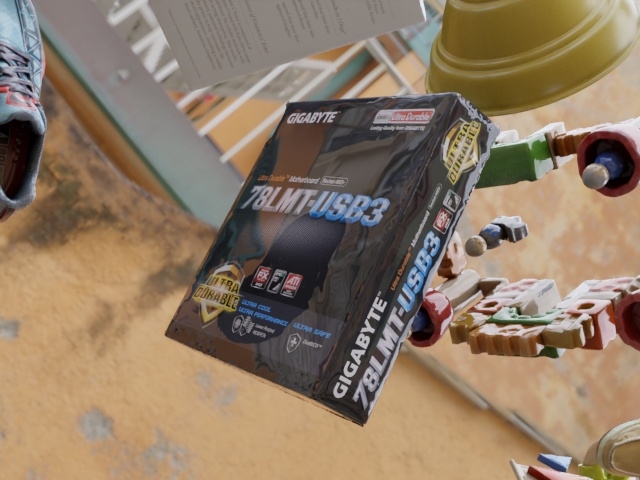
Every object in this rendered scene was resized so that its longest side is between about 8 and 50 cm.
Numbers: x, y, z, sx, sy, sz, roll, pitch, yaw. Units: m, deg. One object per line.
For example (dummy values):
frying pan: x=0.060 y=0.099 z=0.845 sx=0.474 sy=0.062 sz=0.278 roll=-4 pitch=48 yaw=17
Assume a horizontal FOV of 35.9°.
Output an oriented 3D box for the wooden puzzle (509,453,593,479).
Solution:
wooden puzzle: x=0.169 y=0.175 z=0.666 sx=0.078 sy=0.014 sz=0.116 roll=15 pitch=19 yaw=-19

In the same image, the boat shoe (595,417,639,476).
boat shoe: x=0.396 y=0.230 z=1.069 sx=0.072 sy=0.189 sz=0.068 roll=-137 pitch=-134 yaw=-69

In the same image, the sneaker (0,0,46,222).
sneaker: x=-0.325 y=-0.148 z=1.049 sx=0.125 sy=0.104 sz=0.262 roll=5 pitch=-86 yaw=51

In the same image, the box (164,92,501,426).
box: x=0.000 y=0.000 z=0.953 sx=0.073 sy=0.293 sz=0.295 roll=32 pitch=-11 yaw=-32

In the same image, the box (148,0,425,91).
box: x=-0.054 y=-0.377 z=1.342 sx=0.168 sy=0.345 sz=0.215 roll=-94 pitch=166 yaw=-49

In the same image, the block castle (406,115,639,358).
block castle: x=0.271 y=0.004 z=1.352 sx=0.453 sy=0.212 sz=0.303 roll=-4 pitch=-71 yaw=45

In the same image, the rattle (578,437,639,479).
rattle: x=0.481 y=0.327 z=1.412 sx=0.142 sy=0.130 sz=0.200 roll=18 pitch=-47 yaw=-28

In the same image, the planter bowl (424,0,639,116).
planter bowl: x=0.186 y=-0.216 z=0.926 sx=0.217 sy=0.217 sz=0.090 roll=18 pitch=-34 yaw=47
